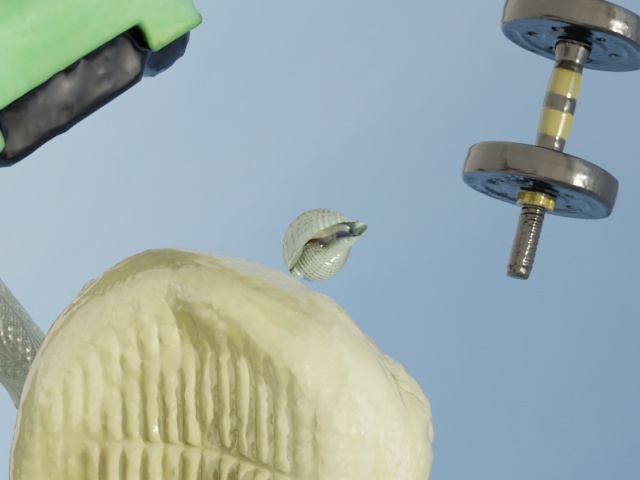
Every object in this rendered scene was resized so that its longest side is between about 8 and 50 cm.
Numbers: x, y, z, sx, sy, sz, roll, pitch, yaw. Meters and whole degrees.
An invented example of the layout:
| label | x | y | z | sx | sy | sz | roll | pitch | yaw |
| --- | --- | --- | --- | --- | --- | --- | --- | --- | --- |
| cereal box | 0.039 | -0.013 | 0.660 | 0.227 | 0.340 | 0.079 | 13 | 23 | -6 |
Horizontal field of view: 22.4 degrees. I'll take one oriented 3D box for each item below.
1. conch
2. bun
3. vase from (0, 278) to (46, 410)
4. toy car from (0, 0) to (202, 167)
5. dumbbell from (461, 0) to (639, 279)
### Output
| label | x | y | z | sx | sy | sz | roll | pitch | yaw |
| --- | --- | --- | --- | --- | --- | --- | --- | --- | --- |
| conch | -0.003 | -0.002 | 1.447 | 0.085 | 0.076 | 0.057 | -51 | -123 | 22 |
| bun | -0.046 | 0.111 | 0.845 | 0.229 | 0.145 | 0.230 | 3 | -83 | 26 |
| vase | -0.325 | 0.071 | 1.554 | 0.096 | 0.219 | 0.096 | -41 | -174 | 5 |
| toy car | -0.224 | -0.147 | 1.001 | 0.213 | 0.176 | 0.358 | -36 | -144 | -22 |
| dumbbell | 0.215 | -0.122 | 1.461 | 0.143 | 0.143 | 0.326 | 0 | -108 | 60 |
